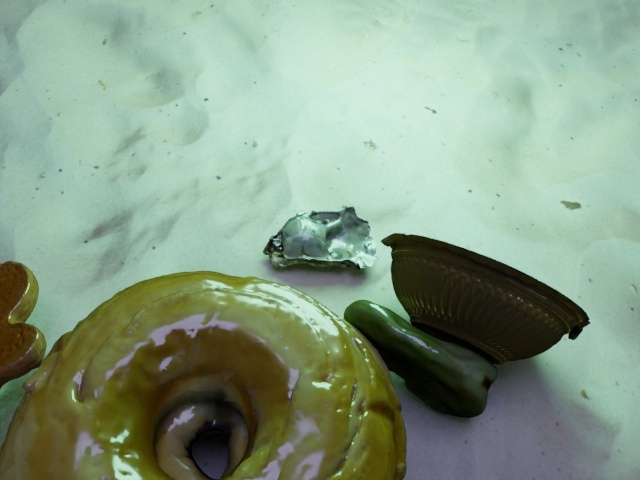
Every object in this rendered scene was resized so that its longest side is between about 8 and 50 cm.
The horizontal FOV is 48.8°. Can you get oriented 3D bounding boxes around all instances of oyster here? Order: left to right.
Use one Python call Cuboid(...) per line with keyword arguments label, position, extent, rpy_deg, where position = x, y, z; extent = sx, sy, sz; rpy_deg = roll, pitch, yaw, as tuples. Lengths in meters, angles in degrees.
Cuboid(label="oyster", position=(0.000, -0.003, 1.029), extent=(0.166, 0.053, 0.108), rpy_deg=(4, 68, -13))

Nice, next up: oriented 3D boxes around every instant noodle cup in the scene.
Cuboid(label="instant noodle cup", position=(0.187, 0.089, 0.879), extent=(0.274, 0.274, 0.090), rpy_deg=(24, 80, 12))

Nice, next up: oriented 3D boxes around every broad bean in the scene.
Cuboid(label="broad bean", position=(0.121, 0.144, 0.856), extent=(0.207, 0.153, 0.072), rpy_deg=(31, 64, -13))

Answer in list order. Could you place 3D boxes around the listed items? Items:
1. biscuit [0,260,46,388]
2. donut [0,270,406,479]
Cuboid(label="biscuit", position=(-0.400, 0.155, 0.797), extent=(0.206, 0.049, 0.324), rpy_deg=(-15, 46, 14))
Cuboid(label="donut", position=(-0.119, 0.216, 0.734), extent=(0.449, 0.198, 0.448), rpy_deg=(2, 49, -2))
